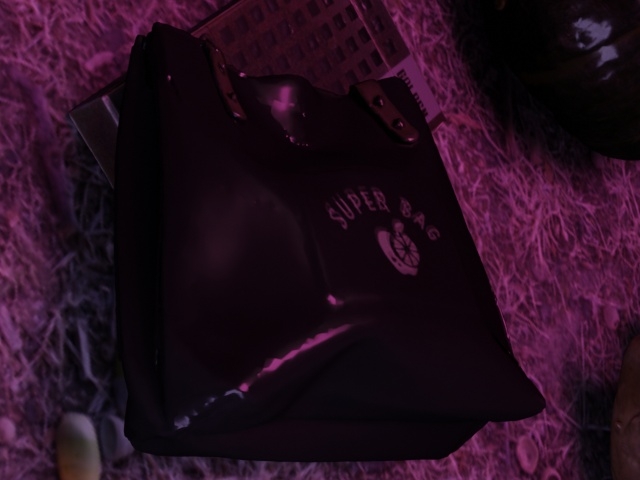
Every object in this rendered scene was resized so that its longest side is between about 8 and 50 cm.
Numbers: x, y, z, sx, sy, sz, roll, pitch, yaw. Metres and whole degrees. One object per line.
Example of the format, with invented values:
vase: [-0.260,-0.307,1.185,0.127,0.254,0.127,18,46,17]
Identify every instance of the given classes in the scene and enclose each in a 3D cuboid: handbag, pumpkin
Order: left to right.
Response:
handbag: [0.000,0.000,1.205,0.342,0.152,0.288,7,60,-45]
pumpkin: [0.278,-0.220,1.593,0.300,0.207,0.300,19,62,-41]

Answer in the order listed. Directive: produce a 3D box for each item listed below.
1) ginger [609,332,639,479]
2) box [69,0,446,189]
ginger: [0.359,0.154,1.569,0.244,0.155,0.304,58,43,-10]
box: [-0.034,-0.093,1.331,0.325,0.047,0.180,-43,107,-46]
